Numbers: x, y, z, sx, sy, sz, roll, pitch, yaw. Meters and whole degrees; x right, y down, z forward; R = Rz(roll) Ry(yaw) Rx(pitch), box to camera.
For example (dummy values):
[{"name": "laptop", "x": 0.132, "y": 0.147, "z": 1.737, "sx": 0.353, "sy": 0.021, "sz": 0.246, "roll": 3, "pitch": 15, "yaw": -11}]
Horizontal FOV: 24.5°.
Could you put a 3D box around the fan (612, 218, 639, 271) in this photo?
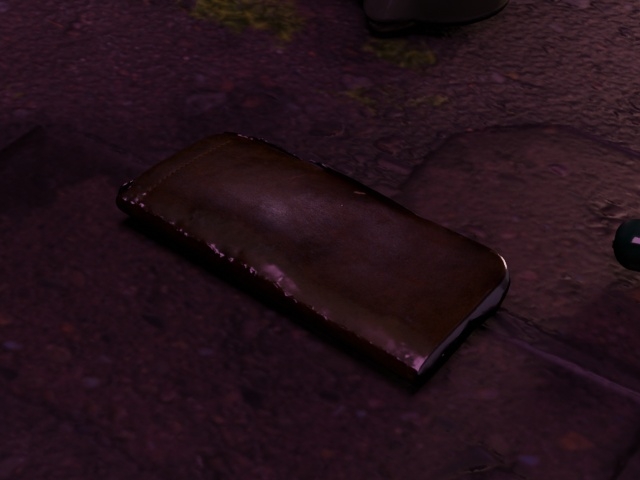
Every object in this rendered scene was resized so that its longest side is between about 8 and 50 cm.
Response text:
[{"name": "fan", "x": 0.277, "y": 0.017, "z": 1.009, "sx": 0.155, "sy": 0.039, "sz": 0.082, "roll": 13, "pitch": 40, "yaw": 10}]

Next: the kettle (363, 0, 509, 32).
[{"name": "kettle", "x": 0.123, "y": -0.323, "z": 1.226, "sx": 0.165, "sy": 0.255, "sz": 0.240, "roll": 26, "pitch": 45, "yaw": 26}]

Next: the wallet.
[{"name": "wallet", "x": 0.000, "y": 0.000, "z": 0.996, "sx": 0.255, "sy": 0.031, "sz": 0.137, "roll": 30, "pitch": 44, "yaw": 24}]
